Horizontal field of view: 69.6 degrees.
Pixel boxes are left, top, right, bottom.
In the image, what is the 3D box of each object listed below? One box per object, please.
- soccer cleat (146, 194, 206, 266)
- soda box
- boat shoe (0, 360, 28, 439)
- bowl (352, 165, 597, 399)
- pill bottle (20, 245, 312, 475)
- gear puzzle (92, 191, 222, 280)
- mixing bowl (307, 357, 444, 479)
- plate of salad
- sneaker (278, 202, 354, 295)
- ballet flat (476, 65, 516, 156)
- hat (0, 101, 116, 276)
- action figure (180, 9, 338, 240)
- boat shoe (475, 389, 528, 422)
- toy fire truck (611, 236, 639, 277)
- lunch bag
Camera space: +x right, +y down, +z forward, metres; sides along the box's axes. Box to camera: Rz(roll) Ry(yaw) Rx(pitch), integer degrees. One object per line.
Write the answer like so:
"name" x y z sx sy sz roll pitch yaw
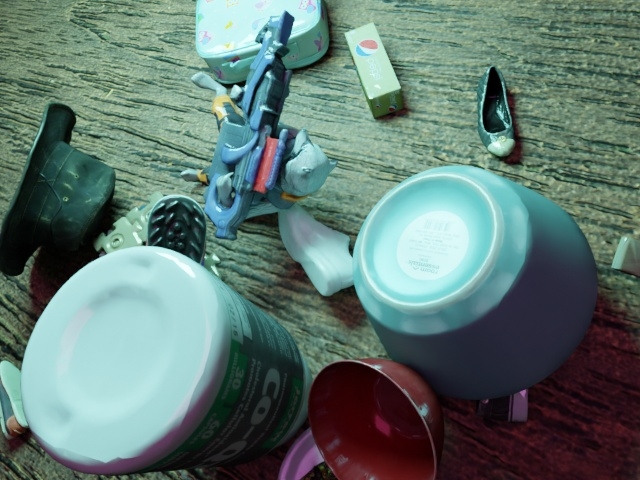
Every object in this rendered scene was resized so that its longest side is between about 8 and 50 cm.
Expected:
"soccer cleat" -0.237 0.086 0.728 0.109 0.116 0.318 7 94 -14
"soda box" 0.101 -0.325 0.879 0.061 0.058 0.181 -18 63 7
"boat shoe" -0.539 0.273 0.798 0.043 0.049 0.137 -36 67 0
"bowl" 0.164 0.028 0.590 0.311 0.163 0.311 -20 53 30
"pill bottle" -0.136 0.163 0.556 0.204 0.361 0.204 -6 66 13
"gear puzzle" -0.261 0.068 0.818 0.175 0.044 0.339 -39 65 -6
"mixing bowl" 0.082 0.220 0.573 0.181 0.098 0.181 9 105 39
"plate of salad" 0.033 0.338 0.609 0.200 0.048 0.199 -6 65 13
"sneaker" 0.000 0.000 0.763 0.094 0.080 0.212 -19 51 -22
"ballet flat" 0.294 -0.218 0.782 0.057 0.049 0.173 -8 65 13
"hat" -0.465 -0.081 0.860 0.134 0.331 0.331 16 67 -18
"action figure" -0.097 -0.180 0.759 0.330 0.178 0.341 33 105 38
"boat shoe" 0.241 0.129 0.628 0.070 0.078 0.219 2 69 15
"toy fire truck" 0.475 0.106 0.546 0.246 0.158 0.217 18 73 34
"lunch bag" -0.125 -0.451 0.969 0.279 0.108 0.224 -11 69 12
